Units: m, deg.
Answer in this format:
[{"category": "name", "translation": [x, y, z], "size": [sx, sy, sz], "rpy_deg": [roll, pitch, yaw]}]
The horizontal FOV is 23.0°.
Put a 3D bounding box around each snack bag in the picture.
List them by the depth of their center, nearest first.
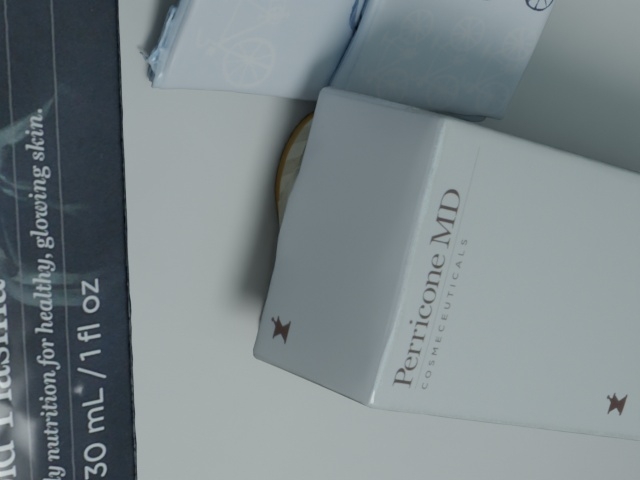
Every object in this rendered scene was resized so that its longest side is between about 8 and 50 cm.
[{"category": "snack bag", "translation": [0.061, -0.238, 1.227], "size": [0.342, 0.037, 0.323], "rpy_deg": [4, 126, -31]}]

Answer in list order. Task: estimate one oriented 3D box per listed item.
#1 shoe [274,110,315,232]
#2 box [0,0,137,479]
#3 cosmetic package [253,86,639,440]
[{"category": "shoe", "translation": [0.000, 0.000, 1.319], "size": [0.076, 0.058, 0.219], "rpy_deg": [1, 104, -30]}, {"category": "box", "translation": [-0.383, -0.038, 0.952], "size": [0.472, 0.297, 0.480], "rpy_deg": [-9, 109, -25]}, {"category": "cosmetic package", "translation": [0.185, 0.035, 1.339], "size": [0.453, 0.161, 0.230], "rpy_deg": [11, 95, -39]}]
